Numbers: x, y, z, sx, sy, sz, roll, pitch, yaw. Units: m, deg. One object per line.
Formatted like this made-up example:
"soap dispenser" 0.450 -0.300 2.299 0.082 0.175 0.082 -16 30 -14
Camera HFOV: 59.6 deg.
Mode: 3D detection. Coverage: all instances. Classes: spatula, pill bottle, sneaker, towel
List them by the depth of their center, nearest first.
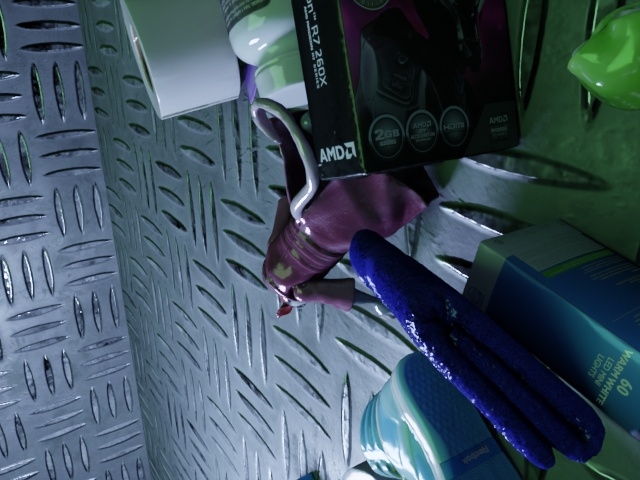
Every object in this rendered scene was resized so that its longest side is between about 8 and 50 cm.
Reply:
"towel" 0.133 0.098 0.597 0.227 0.076 0.308 39 -177 -11
"sneaker" 0.166 0.343 0.811 0.208 0.127 0.319 -58 44 48
"pill bottle" -0.064 -0.371 0.832 0.176 0.176 0.319 -14 90 59
"spatula" -0.180 -0.406 1.146 0.296 0.030 0.084 59 144 26

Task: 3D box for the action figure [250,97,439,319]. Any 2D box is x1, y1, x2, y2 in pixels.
"action figure" 0.000 0.000 0.817 0.248 0.275 0.370 50 127 26

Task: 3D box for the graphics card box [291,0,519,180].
"graphics card box" 0.083 -0.262 0.590 0.094 0.232 0.371 5 105 57

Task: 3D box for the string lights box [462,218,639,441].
"string lights box" 0.275 0.082 0.516 0.259 0.133 0.077 44 135 42

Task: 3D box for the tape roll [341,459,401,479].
"tape roll" 0.125 0.494 0.983 0.219 0.072 0.219 30 127 49

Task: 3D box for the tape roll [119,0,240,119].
"tape roll" -0.281 -0.386 1.129 0.246 0.169 0.246 58 161 34

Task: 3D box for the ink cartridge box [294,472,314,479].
"ink cartridge box" -0.025 0.646 1.294 0.180 0.060 0.104 62 146 21

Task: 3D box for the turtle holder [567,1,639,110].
"turtle holder" 0.321 -0.068 0.293 0.320 0.227 0.243 64 147 18
